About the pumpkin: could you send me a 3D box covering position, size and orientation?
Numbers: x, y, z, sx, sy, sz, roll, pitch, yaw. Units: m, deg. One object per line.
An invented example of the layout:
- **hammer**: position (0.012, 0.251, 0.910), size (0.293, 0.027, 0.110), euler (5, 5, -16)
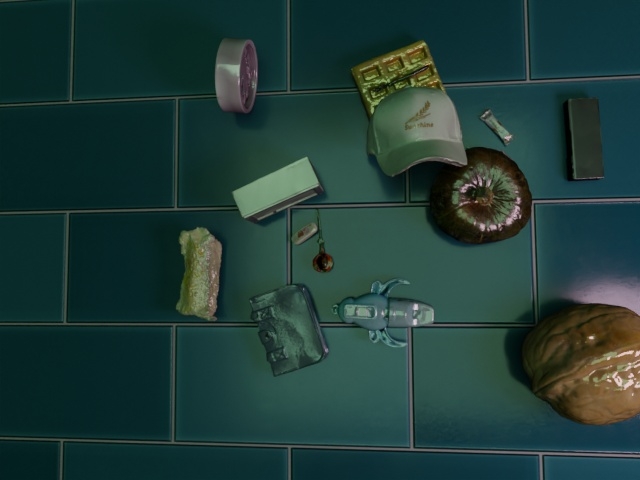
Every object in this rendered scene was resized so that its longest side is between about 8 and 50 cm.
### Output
- **pumpkin**: position (0.410, -0.109, 1.427), size (0.261, 0.189, 0.260), euler (-1, 87, 8)

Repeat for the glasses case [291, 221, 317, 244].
- **glasses case**: position (-0.045, -0.019, 1.550), size (0.083, 0.021, 0.032), euler (-35, 62, 16)

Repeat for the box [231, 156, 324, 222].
- **box**: position (-0.113, -0.133, 1.518), size (0.225, 0.129, 0.086), euler (-24, 84, 5)

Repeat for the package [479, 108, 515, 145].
- **package**: position (0.485, -0.310, 1.520), size (0.037, 0.015, 0.110), euler (-41, 81, 8)

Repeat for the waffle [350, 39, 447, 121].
- **waffle**: position (0.226, -0.406, 1.535), size (0.221, 0.055, 0.247), euler (-21, 84, 4)

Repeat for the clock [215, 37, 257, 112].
- **clock**: position (-0.227, -0.450, 1.519), size (0.068, 0.197, 0.196), euler (6, 87, 7)

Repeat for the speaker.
- **speaker**: position (0.698, -0.268, 1.478), size (0.082, 0.044, 0.217), euler (-3, 85, 6)

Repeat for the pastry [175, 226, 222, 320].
- **pastry**: position (-0.341, 0.093, 1.549), size (0.122, 0.089, 0.258), euler (0, 85, 10)

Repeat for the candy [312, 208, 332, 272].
- **candy**: position (0.000, 0.000, 1.546), size (0.056, 0.049, 0.184), euler (-5, 77, -1)

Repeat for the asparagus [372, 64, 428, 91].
- **asparagus**: position (0.218, -0.438, 1.504), size (0.166, 0.016, 0.013), euler (-24, 125, 3)

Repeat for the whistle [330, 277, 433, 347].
- **whistle**: position (0.165, 0.191, 1.487), size (0.274, 0.093, 0.186), euler (3, 86, 4)

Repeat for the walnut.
- **walnut**: position (0.655, 0.296, 1.341), size (0.313, 0.252, 0.277), euler (-30, 95, 8)

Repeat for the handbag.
- **handbag**: position (-0.093, 0.245, 1.523), size (0.179, 0.062, 0.229), euler (-18, 84, 5)

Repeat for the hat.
- **hat**: position (0.237, -0.274, 1.382), size (0.258, 0.301, 0.167), euler (-11, 121, 6)
